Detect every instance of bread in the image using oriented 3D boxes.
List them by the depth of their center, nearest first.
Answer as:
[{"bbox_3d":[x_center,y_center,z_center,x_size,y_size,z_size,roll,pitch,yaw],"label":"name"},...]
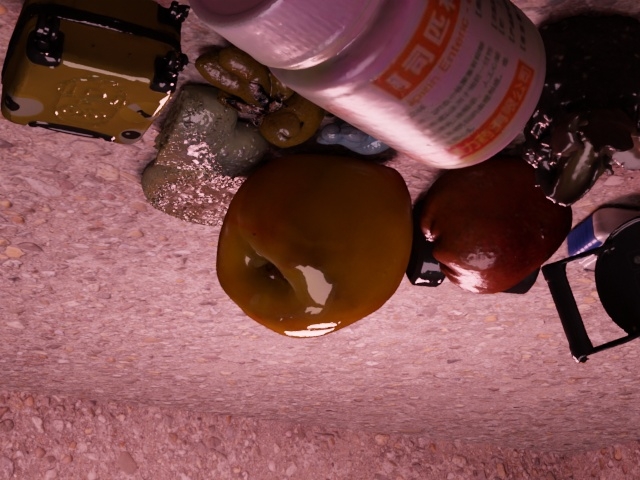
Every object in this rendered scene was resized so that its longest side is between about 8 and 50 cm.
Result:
[{"bbox_3d":[-0.180,-0.152,1.579,0.172,0.064,0.232,-8,155,18],"label":"bread"},{"bbox_3d":[-0.177,-0.081,1.793,0.267,0.040,0.267,1,159,1],"label":"bread"}]

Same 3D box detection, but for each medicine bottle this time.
[{"bbox_3d":[0.059,-0.237,1.140,0.219,0.219,0.388,-17,151,38],"label":"medicine bottle"}]

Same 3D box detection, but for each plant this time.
[{"bbox_3d":[0.345,-0.159,1.321,0.178,0.234,0.204,-2,154,-8],"label":"plant"}]

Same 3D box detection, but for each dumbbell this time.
[{"bbox_3d":[0.265,0.012,1.858,0.218,0.152,0.152,5,158,-9],"label":"dumbbell"}]

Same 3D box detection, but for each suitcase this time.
[{"bbox_3d":[-0.277,-0.226,1.285,0.194,0.143,0.235,10,156,-24],"label":"suitcase"}]

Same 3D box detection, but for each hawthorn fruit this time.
[{"bbox_3d":[0.289,-0.041,1.672,0.261,0.224,0.224,-23,157,0],"label":"hawthorn fruit"}]

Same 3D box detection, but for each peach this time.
[{"bbox_3d":[-0.001,0.003,1.665,0.289,0.289,0.308,-19,-169,41],"label":"peach"}]

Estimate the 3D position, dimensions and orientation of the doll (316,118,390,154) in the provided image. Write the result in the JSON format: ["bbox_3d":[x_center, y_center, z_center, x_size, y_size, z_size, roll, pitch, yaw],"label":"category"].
[{"bbox_3d":[0.051,-0.166,1.495,0.120,0.075,0.180,4,178,20],"label":"doll"}]

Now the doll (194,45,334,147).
[{"bbox_3d":[-0.078,-0.190,1.437,0.137,0.097,0.209,-25,142,37],"label":"doll"}]

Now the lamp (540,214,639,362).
[{"bbox_3d":[0.567,0.049,1.715,0.374,0.205,0.272,-20,176,14],"label":"lamp"}]

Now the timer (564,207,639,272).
[{"bbox_3d":[0.594,0.010,1.938,0.253,0.078,0.178,5,159,-10],"label":"timer"}]
